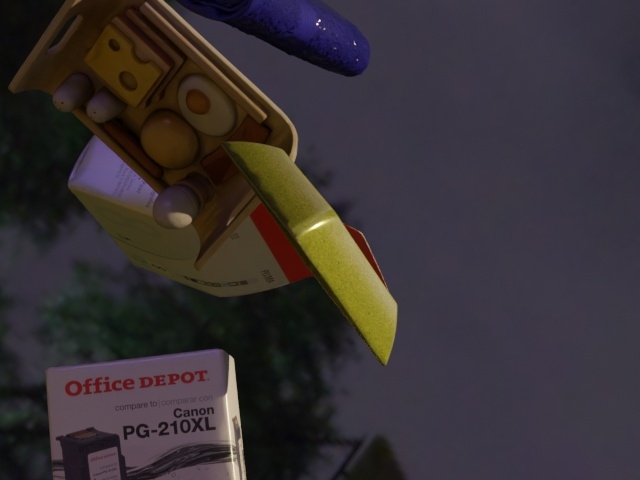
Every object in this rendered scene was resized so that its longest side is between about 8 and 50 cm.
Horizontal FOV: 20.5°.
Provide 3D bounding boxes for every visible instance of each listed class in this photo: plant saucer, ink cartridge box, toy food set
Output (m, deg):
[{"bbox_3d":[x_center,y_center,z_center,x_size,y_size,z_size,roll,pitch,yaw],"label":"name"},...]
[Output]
[{"bbox_3d":[0.000,0.000,1.619,0.188,0.045,0.188,55,-2,-37],"label":"plant saucer"},{"bbox_3d":[-0.158,0.227,1.650,0.172,0.237,0.100,-7,-10,2],"label":"ink cartridge box"},{"bbox_3d":[-0.191,-0.131,1.968,0.306,0.092,0.220,43,-47,-1],"label":"toy food set"},{"bbox_3d":[-0.108,0.011,2.313,0.385,0.091,0.308,21,-16,18],"label":"ink cartridge box"}]

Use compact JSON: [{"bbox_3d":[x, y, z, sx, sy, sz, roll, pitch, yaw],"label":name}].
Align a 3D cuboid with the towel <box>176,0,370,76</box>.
[{"bbox_3d":[-0.092,-0.247,1.726,0.228,0.076,0.308,40,10,22],"label":"towel"}]
